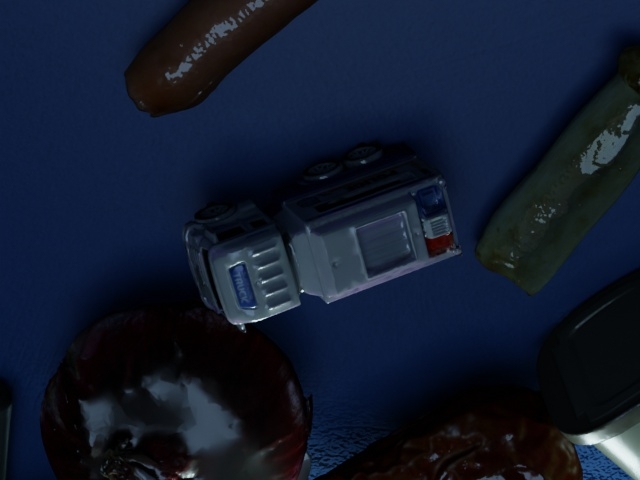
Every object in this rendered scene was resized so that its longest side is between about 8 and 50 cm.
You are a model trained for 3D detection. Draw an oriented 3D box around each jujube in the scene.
[{"bbox_3d":[0.132,0.292,1.779,0.342,0.216,0.216,-19,111,11],"label":"jujube"}]

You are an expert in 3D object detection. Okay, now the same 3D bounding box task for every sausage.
[{"bbox_3d":[-0.034,-0.270,1.604,0.419,0.094,0.094,-36,93,15],"label":"sausage"}]

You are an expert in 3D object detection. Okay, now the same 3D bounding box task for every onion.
[{"bbox_3d":[-0.162,0.213,1.735,0.313,0.232,0.314,1,111,2],"label":"onion"}]

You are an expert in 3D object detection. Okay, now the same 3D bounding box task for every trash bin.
[{"bbox_3d":[0.409,0.186,1.730,0.219,0.220,0.250,-39,114,18],"label":"trash bin"}]

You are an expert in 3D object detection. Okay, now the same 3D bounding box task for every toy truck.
[{"bbox_3d":[0.000,0.000,1.649,0.268,0.155,0.124,-21,112,-12],"label":"toy truck"}]

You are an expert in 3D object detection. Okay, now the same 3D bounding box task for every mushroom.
[{"bbox_3d":[0.287,-0.079,1.687,0.100,0.081,0.312,32,114,-8],"label":"mushroom"}]

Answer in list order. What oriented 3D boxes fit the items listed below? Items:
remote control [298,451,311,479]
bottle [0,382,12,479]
[{"bbox_3d":[-0.072,0.323,1.885,0.073,0.044,0.229,24,119,2],"label":"remote control"},{"bbox_3d":[-0.420,0.286,1.860,0.096,0.079,0.254,24,117,33],"label":"bottle"}]
